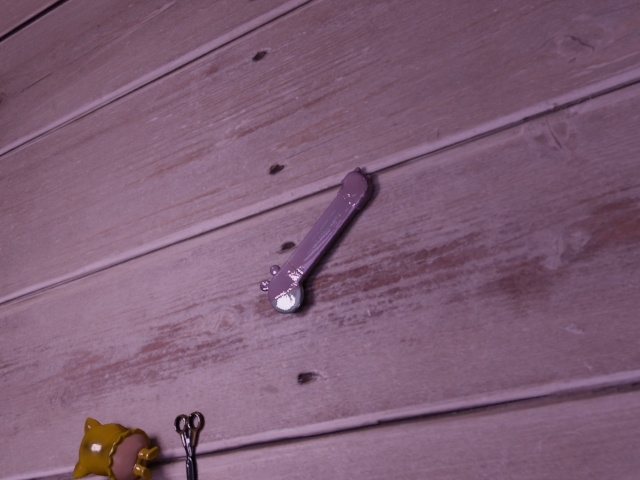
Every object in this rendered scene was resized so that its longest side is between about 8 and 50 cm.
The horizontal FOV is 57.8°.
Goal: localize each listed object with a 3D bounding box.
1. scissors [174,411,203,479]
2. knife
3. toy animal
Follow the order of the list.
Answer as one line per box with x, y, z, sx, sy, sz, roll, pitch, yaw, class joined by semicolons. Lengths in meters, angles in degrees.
-0.322;0.539;1.432;0.088;0.017;0.220;-17;69;23;scissors
0.000;0.000;1.405;0.132;0.038;0.398;38;94;29;knife
-0.514;0.541;1.464;0.230;0.156;0.155;0;76;25;toy animal
